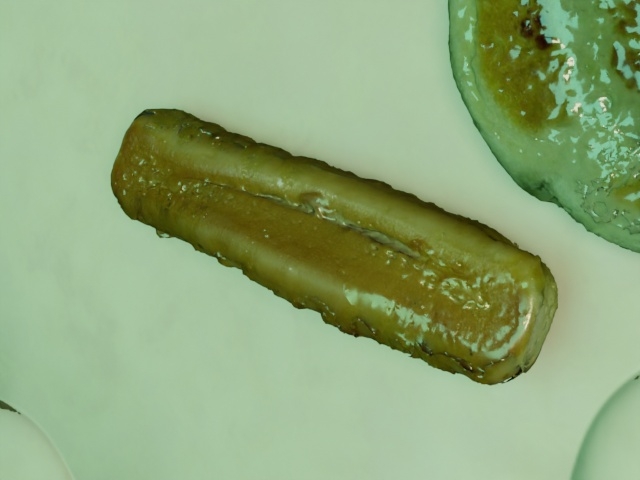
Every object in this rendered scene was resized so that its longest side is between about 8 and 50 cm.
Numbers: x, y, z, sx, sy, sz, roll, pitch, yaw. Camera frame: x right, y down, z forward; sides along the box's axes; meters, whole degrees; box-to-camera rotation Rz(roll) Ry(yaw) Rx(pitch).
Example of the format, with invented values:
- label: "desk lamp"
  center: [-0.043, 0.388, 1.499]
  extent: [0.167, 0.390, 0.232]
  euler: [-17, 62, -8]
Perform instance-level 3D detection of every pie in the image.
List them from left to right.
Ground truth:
- label: "pie"
  center: [0.166, -0.108, 0.713]
  extent: [0.240, 0.054, 0.241]
  euler: [5, 99, 32]

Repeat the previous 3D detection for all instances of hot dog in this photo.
- label: "hot dog"
  center: [0.001, -0.001, 0.831]
  extent: [0.289, 0.068, 0.083]
  euler: [24, 85, 35]
